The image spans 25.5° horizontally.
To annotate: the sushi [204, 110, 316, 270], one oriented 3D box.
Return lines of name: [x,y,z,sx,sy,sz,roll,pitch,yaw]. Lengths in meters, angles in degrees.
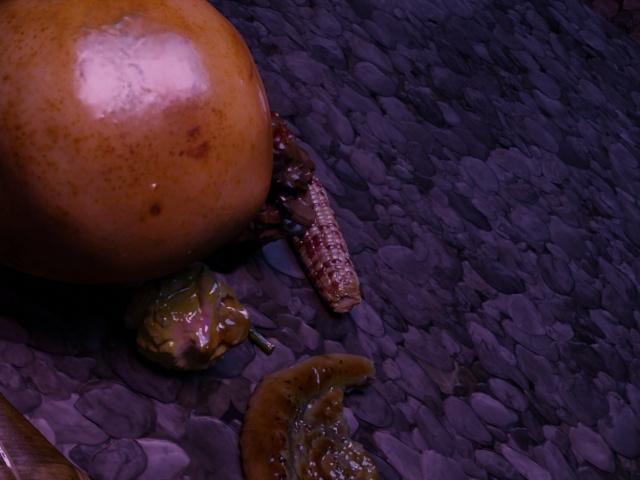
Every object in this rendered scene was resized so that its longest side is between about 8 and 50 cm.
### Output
sushi: [-0.118,-0.103,1.911,0.238,0.219,0.225,15,43,-34]

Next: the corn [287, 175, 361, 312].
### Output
corn: [0.000,0.000,2.039,0.079,0.079,0.237,8,45,-41]

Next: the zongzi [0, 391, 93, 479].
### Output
zongzi: [-0.318,0.195,1.399,0.288,0.134,0.286,7,49,-42]

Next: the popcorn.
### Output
popcorn: [-0.163,0.097,1.716,0.145,0.126,0.126,36,54,-38]

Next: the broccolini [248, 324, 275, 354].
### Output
broccolini: [-0.115,0.101,1.845,0.140,0.030,0.035,44,40,-2]

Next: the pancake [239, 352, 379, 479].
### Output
pancake: [0.001,0.245,1.758,0.197,0.054,0.376,36,33,-8]

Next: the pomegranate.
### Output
pomegranate: [-0.256,-0.137,1.618,0.416,0.416,0.417,27,34,-20]
